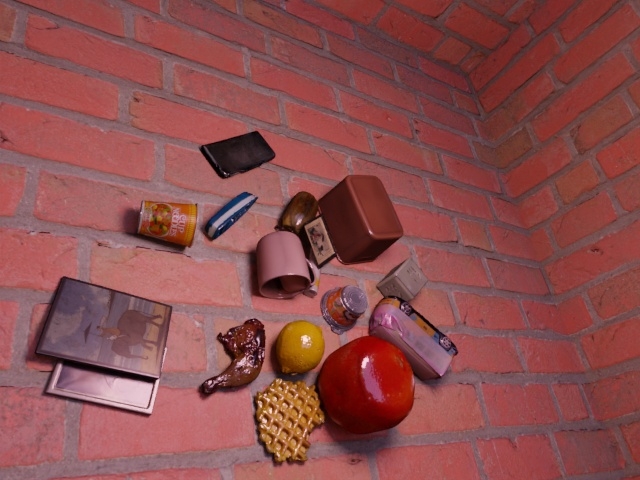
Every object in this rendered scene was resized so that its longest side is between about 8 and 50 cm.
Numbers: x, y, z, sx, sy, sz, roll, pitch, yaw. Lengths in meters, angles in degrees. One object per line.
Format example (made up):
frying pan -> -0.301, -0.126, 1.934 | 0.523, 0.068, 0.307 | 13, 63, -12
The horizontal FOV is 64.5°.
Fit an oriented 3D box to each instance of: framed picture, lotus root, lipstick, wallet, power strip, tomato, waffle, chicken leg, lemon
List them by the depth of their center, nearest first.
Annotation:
framed picture -> -0.607, 0.372, 1.472 | 0.289, 0.020, 0.211 | 22, 49, -24
framed picture -> -0.626, 0.260, 1.512 | 0.347, 0.016, 0.265 | 22, 44, -24
chicken leg -> -0.270, 0.386, 1.685 | 0.177, 0.083, 0.322 | 23, 47, -12
waffle -> -0.093, 0.593, 1.691 | 0.291, 0.051, 0.291 | 17, 53, -25
lemon -> -0.073, 0.373, 1.772 | 0.173, 0.173, 0.206 | 34, 62, -15
tomato -> 0.159, 0.505, 1.786 | 0.290, 0.293, 0.325 | 7, 66, -48
lipstick -> -0.024, 0.104, 2.069 | 0.059, 0.059, 0.264 | 26, 49, -21
framed picture -> 0.000, 0.000, 2.093 | 0.195, 0.010, 0.199 | -32, 104, -61
lotus root -> -0.085, -0.116, 2.127 | 0.124, 0.123, 0.241 | 43, 47, -20
wallet -> -0.339, -0.369, 2.158 | 0.172, 0.045, 0.318 | 51, 45, 7
power strip -> 0.381, 0.175, 2.272 | 0.140, 0.139, 0.224 | 49, 45, 1

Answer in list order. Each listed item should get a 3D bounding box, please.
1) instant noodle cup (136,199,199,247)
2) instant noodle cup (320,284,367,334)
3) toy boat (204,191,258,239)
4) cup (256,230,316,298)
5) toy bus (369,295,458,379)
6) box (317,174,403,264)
instant noodle cup -> -0.528, -0.067, 1.744 | 0.185, 0.168, 0.168 | 11, 55, -23
instant noodle cup -> 0.107, 0.255, 2.019 | 0.177, 0.125, 0.208 | 11, 55, -32
toy boat -> -0.336, -0.111, 1.955 | 0.061, 0.096, 0.299 | 38, 43, 2
cup -> -0.122, 0.094, 1.916 | 0.253, 0.191, 0.200 | 17, 49, -38
toy bus -> 0.369, 0.406, 2.089 | 0.386, 0.171, 0.162 | 42, 48, -6
box -> 0.178, -0.098, 2.238 | 0.239, 0.229, 0.339 | -4, 64, -40
